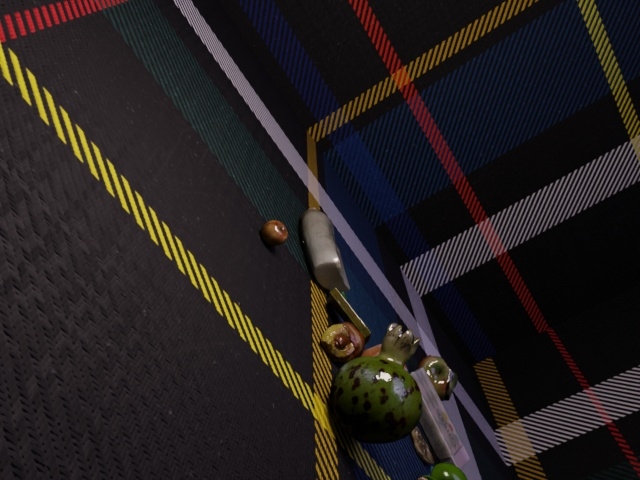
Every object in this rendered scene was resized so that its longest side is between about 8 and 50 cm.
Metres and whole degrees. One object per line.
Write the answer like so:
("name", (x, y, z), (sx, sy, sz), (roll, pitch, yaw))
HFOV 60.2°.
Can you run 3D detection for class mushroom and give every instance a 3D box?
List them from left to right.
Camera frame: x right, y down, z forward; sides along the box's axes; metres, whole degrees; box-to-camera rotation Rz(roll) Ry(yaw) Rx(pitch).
("mushroom", (0.000, -0.001, 2.015), (0.177, 0.126, 0.397), (60, 9, -47))

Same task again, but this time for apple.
("apple", (-0.141, -0.021, 1.667), (0.084, 0.071, 0.084), (45, 24, -27))
("apple", (0.519, 0.621, 2.474), (0.188, 0.173, 0.207), (76, -10, -63))

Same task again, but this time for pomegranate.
("pomegranate", (0.172, 0.382, 1.430), (0.242, 0.306, 0.242), (48, -2, 2))

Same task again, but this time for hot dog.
("hot dog", (0.086, 0.314, 1.721), (0.123, 0.093, 0.261), (62, 14, 12))

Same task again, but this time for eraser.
("eraser", (0.453, 0.710, 2.200), (0.213, 0.082, 0.397), (6, 54, -62))

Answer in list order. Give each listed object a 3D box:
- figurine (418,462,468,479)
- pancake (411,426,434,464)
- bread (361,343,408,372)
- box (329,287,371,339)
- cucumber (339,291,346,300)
("figurine", (0.378, 0.784, 1.719), (0.263, 0.143, 0.162), (17, 37, -55))
("pancake", (0.361, 0.730, 1.981), (0.152, 0.025, 0.152), (53, 15, -21))
("bread", (0.206, 0.438, 1.838), (0.244, 0.123, 0.190), (36, 28, -56))
("box", (0.097, 0.256, 1.843), (0.193, 0.030, 0.121), (51, -14, 19))
("cucumber", (0.054, 0.165, 2.044), (0.155, 0.037, 0.037), (60, 14, 3))
